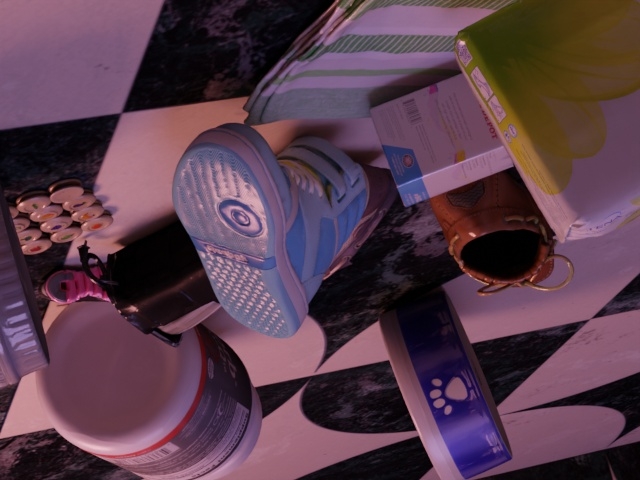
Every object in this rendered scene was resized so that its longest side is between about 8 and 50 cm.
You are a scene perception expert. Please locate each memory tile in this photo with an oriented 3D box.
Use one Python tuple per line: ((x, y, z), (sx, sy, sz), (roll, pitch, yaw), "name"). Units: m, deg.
((-0.290, -0.024, 1.976), (0.113, 0.012, 0.148), (-20, 160, 4), "memory tile")

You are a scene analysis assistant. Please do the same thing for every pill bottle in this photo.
((-0.204, 0.196, 2.346), (0.210, 0.210, 0.363), (-21, 161, 7), "pill bottle")

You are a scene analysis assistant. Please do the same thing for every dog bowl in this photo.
((0.179, 0.210, 2.630), (0.104, 0.265, 0.265), (-23, 160, 6), "dog bowl")

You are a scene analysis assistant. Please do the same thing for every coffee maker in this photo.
((-0.146, 0.028, 2.079), (0.178, 0.120, 0.171), (-29, 157, 27), "coffee maker")

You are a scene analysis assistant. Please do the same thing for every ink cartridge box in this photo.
((0.136, -0.109, 1.914), (0.143, 0.092, 0.090), (-20, 164, 3), "ink cartridge box")

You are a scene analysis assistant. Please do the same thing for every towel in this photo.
((0.092, -0.203, 1.793), (0.247, 0.038, 0.325), (-5, 157, -34), "towel")

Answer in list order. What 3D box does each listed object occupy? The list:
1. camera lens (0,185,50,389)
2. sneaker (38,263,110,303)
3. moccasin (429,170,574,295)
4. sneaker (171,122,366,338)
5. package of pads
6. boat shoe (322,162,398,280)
((-0.423, 0.066, 1.793), (0.274, 0.219, 0.219), (-16, 160, -6), "camera lens")
((-0.278, 0.055, 2.164), (0.119, 0.047, 0.057), (2, 167, -35), "sneaker")
((0.229, 0.001, 2.289), (0.139, 0.147, 0.380), (-20, 160, 5), "moccasin")
((-0.044, -0.063, 1.916), (0.127, 0.208, 0.319), (22, 151, 20), "sneaker")
((0.304, -0.155, 1.731), (0.296, 0.229, 0.101), (-28, 171, -5), "package of pads")
((0.000, 0.000, 2.163), (0.092, 0.103, 0.285), (1, 148, -31), "boat shoe")
